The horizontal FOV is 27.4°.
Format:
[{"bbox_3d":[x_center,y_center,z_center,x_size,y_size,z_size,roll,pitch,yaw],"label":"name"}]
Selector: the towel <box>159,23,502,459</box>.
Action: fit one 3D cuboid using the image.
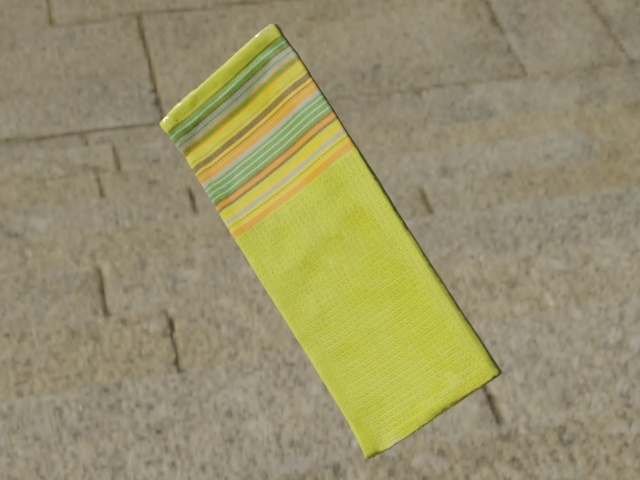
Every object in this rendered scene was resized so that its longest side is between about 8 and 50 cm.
[{"bbox_3d":[0.000,0.000,0.742,0.021,0.102,0.237,-14,68,-55],"label":"towel"}]
